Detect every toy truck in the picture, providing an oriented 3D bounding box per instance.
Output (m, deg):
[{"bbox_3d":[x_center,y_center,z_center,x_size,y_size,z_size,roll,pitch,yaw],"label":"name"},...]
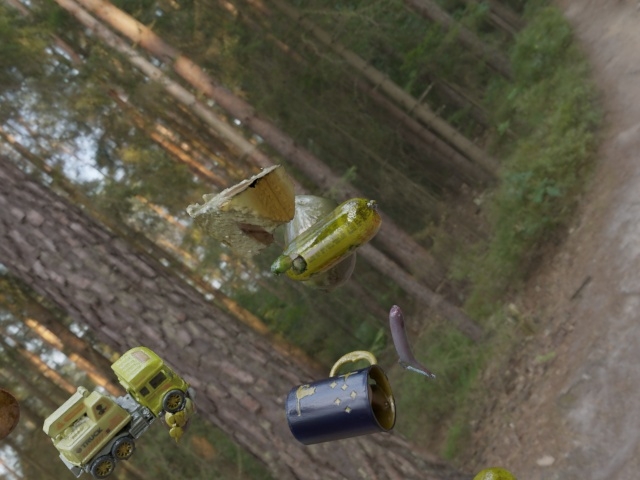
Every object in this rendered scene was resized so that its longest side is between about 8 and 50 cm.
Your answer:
[{"bbox_3d":[-0.413,0.333,1.441,0.272,0.157,0.124,-42,37,-22],"label":"toy truck"}]

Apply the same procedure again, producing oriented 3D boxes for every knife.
[{"bbox_3d":[0.244,0.296,2.027,0.053,0.123,0.277,-52,-45,-33],"label":"knife"}]

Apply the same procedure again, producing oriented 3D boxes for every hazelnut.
[{"bbox_3d":[-0.813,0.421,1.743,0.150,0.150,0.150,-53,-2,-3],"label":"hazelnut"}]

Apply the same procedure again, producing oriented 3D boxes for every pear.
[{"bbox_3d":[0.500,0.725,2.062,0.149,0.149,0.162,-51,-17,-34],"label":"pear"}]

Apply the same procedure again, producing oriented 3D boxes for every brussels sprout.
[{"bbox_3d":[-0.066,0.052,1.568,0.083,0.046,0.050,0,-79,-44],"label":"brussels sprout"}]

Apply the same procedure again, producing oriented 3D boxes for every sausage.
[{"bbox_3d":[0.023,0.003,1.896,0.347,0.123,0.123,-36,6,29],"label":"sausage"}]

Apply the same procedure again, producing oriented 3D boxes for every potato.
[{"bbox_3d":[0.000,0.000,2.293,0.221,0.326,0.243,-7,-25,-12],"label":"potato"}]

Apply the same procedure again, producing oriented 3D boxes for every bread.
[{"bbox_3d":[-0.178,-0.106,1.704,0.184,0.224,0.211,-18,55,40],"label":"bread"}]

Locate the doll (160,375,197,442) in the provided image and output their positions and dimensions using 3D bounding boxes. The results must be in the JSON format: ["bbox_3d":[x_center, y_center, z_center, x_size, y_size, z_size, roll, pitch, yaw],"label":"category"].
[{"bbox_3d":[-0.338,0.410,1.719,0.188,0.096,0.145,-116,17,-53],"label":"doll"}]

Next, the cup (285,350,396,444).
[{"bbox_3d":[0.065,0.433,1.958,0.256,0.178,0.255,-17,7,25],"label":"cup"}]
